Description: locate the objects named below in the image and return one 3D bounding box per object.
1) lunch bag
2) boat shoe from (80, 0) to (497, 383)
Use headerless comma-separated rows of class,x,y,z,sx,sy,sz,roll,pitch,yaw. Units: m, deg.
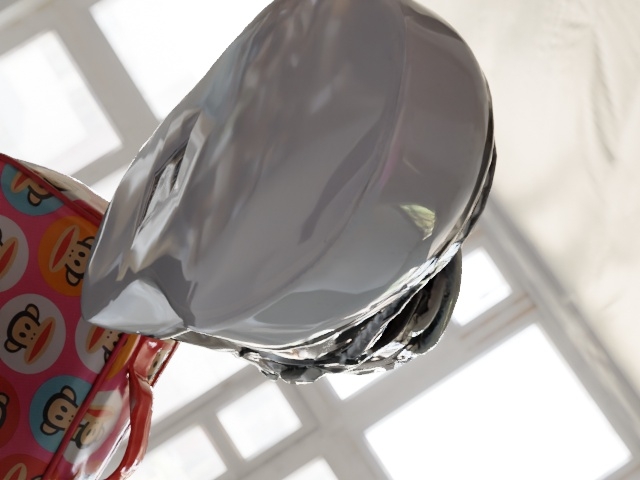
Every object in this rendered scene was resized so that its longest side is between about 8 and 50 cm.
lunch bag,-0.239,0.099,1.182,0.258,0.293,0.120,34,4,20
boat shoe,0.000,0.000,0.480,0.102,0.108,0.301,20,-16,-16
